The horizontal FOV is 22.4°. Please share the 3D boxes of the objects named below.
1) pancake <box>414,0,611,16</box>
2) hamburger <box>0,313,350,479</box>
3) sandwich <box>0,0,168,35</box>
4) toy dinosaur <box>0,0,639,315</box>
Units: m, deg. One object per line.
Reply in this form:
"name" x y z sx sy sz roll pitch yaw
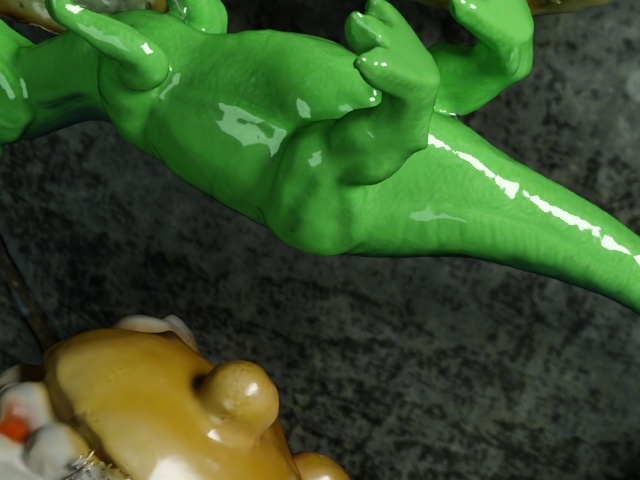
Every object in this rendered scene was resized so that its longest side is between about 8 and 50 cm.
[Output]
"pancake" 0.073 -0.230 0.883 0.282 0.049 0.282 15 138 14
"hamburger" -0.120 0.176 1.099 0.237 0.276 0.276 -41 90 -5
"sandwich" -0.171 -0.281 1.009 0.271 0.099 0.301 18 118 11
"toy dinosaur" 0.000 0.000 0.998 0.374 0.144 0.500 -19 119 37
